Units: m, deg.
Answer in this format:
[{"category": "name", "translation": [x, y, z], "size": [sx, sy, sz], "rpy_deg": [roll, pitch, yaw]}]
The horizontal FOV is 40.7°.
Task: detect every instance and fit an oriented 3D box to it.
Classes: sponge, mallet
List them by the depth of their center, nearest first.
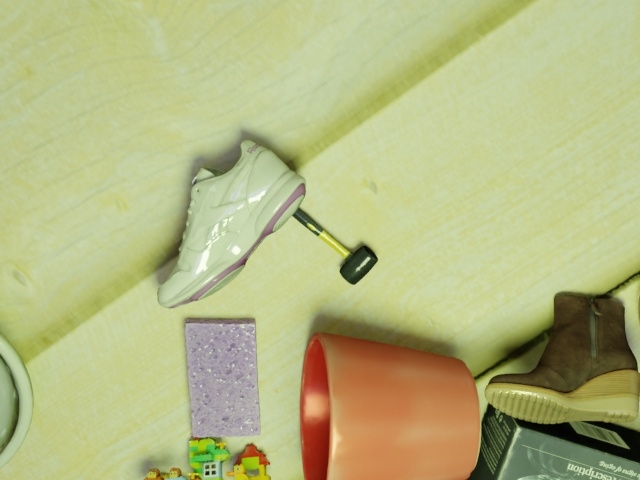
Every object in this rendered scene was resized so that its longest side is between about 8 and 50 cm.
[{"category": "mallet", "translation": [0.000, 0.000, 1.380], "size": [0.189, 0.039, 0.062], "rpy_deg": [33, 106, -5]}, {"category": "sponge", "translation": [-0.162, 0.231, 1.449], "size": [0.117, 0.031, 0.210], "rpy_deg": [-1, 107, 0]}]

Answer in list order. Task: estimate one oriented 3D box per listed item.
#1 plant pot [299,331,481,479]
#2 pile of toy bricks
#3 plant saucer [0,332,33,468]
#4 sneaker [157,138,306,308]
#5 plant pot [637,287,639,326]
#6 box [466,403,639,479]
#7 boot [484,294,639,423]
[{"category": "plant pot", "translation": [0.106, 0.283, 1.364], "size": [0.243, 0.275, 0.275], "rpy_deg": [1, 107, -12]}, {"category": "pile of toy bricks", "translation": [-0.200, 0.382, 1.470], "size": [0.212, 0.118, 0.105], "rpy_deg": [-9, 68, 13]}, {"category": "plant saucer", "translation": [-0.666, 0.237, 1.385], "size": [0.400, 0.100, 0.400], "rpy_deg": [-5, 117, -9]}, {"category": "sneaker", "translation": [-0.162, -0.024, 1.347], "size": [0.152, 0.114, 0.305], "rpy_deg": [45, 102, 6]}, {"category": "plant pot", "translation": [0.631, 0.093, 1.414], "size": [0.236, 0.032, 0.236], "rpy_deg": [0, 108, -1]}, {"category": "box", "translation": [0.407, 0.459, 1.428], "size": [0.343, 0.179, 0.313], "rpy_deg": [17, 100, -4]}, {"category": "boot", "translation": [0.377, 0.181, 1.366], "size": [0.248, 0.207, 0.090], "rpy_deg": [6, 143, -3]}]
